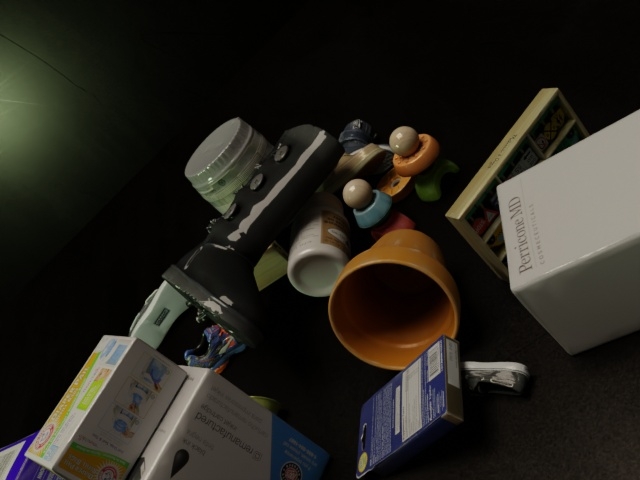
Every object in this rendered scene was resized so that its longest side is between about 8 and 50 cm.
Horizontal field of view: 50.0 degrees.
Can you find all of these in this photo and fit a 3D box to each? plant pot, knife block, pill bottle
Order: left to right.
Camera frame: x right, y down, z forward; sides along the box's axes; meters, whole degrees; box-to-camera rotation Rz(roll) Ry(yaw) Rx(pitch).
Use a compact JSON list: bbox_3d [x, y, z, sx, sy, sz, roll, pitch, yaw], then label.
[{"bbox_3d":[-0.211,0.105,1.681,0.242,0.088,0.276,-56,29,-16],"label":"knife block"},{"bbox_3d":[-0.118,0.338,1.262,0.083,0.083,0.079,-22,48,39],"label":"plant pot"},{"bbox_3d":[0.000,0.000,1.474,0.131,0.131,0.229,-33,30,24],"label":"pill bottle"},{"bbox_3d":[0.134,0.078,1.140,0.205,0.205,0.188,-31,15,28],"label":"plant pot"}]

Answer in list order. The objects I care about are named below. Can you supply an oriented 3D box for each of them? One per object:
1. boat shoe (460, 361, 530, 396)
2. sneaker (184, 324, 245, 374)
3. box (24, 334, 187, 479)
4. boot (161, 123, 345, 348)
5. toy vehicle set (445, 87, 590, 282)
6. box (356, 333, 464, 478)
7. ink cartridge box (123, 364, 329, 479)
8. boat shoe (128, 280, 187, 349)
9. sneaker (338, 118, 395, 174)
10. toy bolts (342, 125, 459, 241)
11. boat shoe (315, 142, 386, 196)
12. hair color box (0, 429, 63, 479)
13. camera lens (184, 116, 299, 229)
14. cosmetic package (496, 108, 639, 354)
[{"bbox_3d":[0.228,0.201,0.979,0.142,0.049,0.040,-15,42,42],"label":"boat shoe"},{"bbox_3d":[-0.215,0.217,1.537,0.221,0.087,0.083,-49,28,-3],"label":"sneaker"},{"bbox_3d":[-0.304,0.248,0.980,0.114,0.103,0.203,-7,47,49],"label":"box"},{"bbox_3d":[-0.094,-0.032,1.384,0.445,0.146,0.367,-48,36,-12],"label":"boot"},{"bbox_3d":[0.329,-0.086,1.086,0.267,0.166,0.035,-52,28,-9],"label":"toy vehicle set"},{"bbox_3d":[0.128,0.254,1.015,0.225,0.036,0.136,-50,21,38],"label":"box"},{"bbox_3d":[-0.201,0.428,1.024,0.166,0.285,0.395,-8,46,50],"label":"ink cartridge box"},{"bbox_3d":[-0.420,0.171,1.879,0.301,0.108,0.102,-56,29,-2],"label":"boat shoe"},{"bbox_3d":[0.115,-0.233,1.670,0.226,0.086,0.163,-12,46,49],"label":"sneaker"},{"bbox_3d":[0.132,-0.120,1.417,0.228,0.158,0.218,-55,29,-16],"label":"toy bolts"},{"bbox_3d":[0.032,-0.156,1.590,0.109,0.098,0.302,-26,-5,-38],"label":"boat shoe"},{"bbox_3d":[-0.418,0.475,1.207,0.185,0.339,0.110,-27,31,33],"label":"hair color box"},{"bbox_3d":[-0.182,-0.150,1.772,0.219,0.274,0.219,-34,30,23],"label":"camera lens"},{"bbox_3d":[0.468,-0.060,0.865,0.453,0.161,0.230,-31,31,29],"label":"cosmetic package"}]
